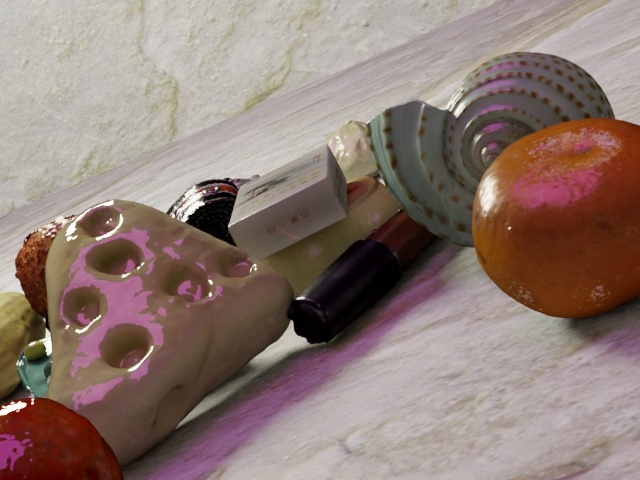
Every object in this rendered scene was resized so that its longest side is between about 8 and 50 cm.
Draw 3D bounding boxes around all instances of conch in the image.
[{"bbox_3d":[0.217,-0.093,1.448,0.303,0.215,0.319,-13,-14,21],"label":"conch"}]

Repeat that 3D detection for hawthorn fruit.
[{"bbox_3d":[-0.270,0.252,1.113,0.179,0.179,0.200,-26,30,-5],"label":"hawthorn fruit"}]

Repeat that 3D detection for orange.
[{"bbox_3d":[0.264,-0.020,1.181,0.224,0.170,0.224,-13,36,10],"label":"orange"}]

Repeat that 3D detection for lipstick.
[{"bbox_3d":[0.096,0.009,1.548,0.077,0.077,0.418,-13,18,40],"label":"lipstick"}]

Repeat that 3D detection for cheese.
[{"bbox_3d":[-0.255,0.099,1.430,0.328,0.129,0.351,30,54,29],"label":"cheese"}]

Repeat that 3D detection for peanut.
[{"bbox_3d":[-0.525,0.164,1.899,0.147,0.147,0.319,-24,16,4],"label":"peanut"}]

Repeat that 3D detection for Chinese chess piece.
[{"bbox_3d":[0.000,0.000,1.690,0.251,0.097,0.251,-24,14,6],"label":"Chinese chess piece"}]

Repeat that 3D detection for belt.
[{"bbox_3d":[-0.259,0.041,1.772,0.359,0.126,0.094,-40,20,8],"label":"belt"}]

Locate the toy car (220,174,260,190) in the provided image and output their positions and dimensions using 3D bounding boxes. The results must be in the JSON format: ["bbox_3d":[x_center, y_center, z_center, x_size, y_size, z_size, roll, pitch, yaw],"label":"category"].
[{"bbox_3d":[-0.084,-0.053,1.898,0.108,0.089,0.209,-9,-10,19],"label":"toy car"}]

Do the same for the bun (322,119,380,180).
[{"bbox_3d":[0.065,-0.169,2.178,0.183,0.102,0.183,-21,16,6],"label":"bun"}]

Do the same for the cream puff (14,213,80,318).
[{"bbox_3d":[-0.375,0.058,1.919,0.240,0.164,0.240,-6,-15,-2],"label":"cream puff"}]

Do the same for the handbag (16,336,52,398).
[{"bbox_3d":[-0.272,0.151,1.595,0.274,0.100,0.269,-29,15,-16],"label":"handbag"}]

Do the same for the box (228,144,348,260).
[{"bbox_3d":[-0.042,-0.054,1.624,0.149,0.067,0.233,-23,14,7],"label":"box"}]
